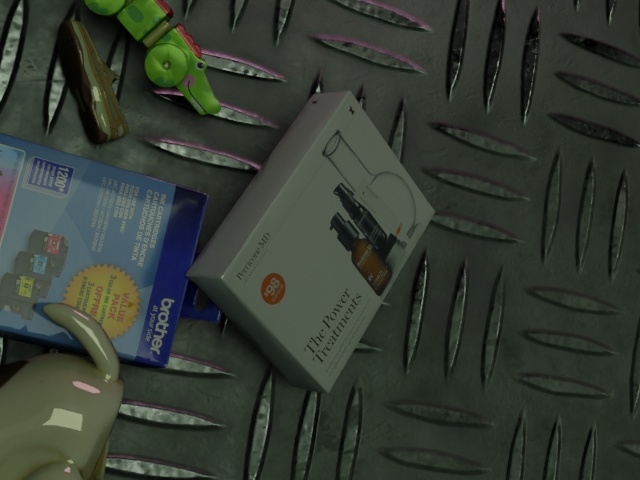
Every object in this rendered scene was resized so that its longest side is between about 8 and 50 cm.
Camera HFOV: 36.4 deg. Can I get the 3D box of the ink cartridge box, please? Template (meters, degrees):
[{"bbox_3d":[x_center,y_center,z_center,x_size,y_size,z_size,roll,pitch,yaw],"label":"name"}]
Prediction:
[{"bbox_3d":[-0.333,0.028,1.409,0.395,0.151,0.270,16,79,-23],"label":"ink cartridge box"}]

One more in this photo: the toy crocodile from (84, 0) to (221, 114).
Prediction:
[{"bbox_3d":[-0.260,-0.331,1.476,0.105,0.115,0.340,-39,102,3],"label":"toy crocodile"}]

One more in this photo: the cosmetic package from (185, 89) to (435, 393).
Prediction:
[{"bbox_3d":[0.000,0.000,1.510,0.284,0.097,0.377,49,60,-31],"label":"cosmetic package"}]

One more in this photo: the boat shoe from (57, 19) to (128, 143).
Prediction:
[{"bbox_3d":[-0.342,-0.245,1.482,0.072,0.068,0.190,-22,103,-36],"label":"boat shoe"}]

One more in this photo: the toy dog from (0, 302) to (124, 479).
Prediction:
[{"bbox_3d":[-0.471,0.267,1.232,0.407,0.284,0.396,10,110,-13],"label":"toy dog"}]
